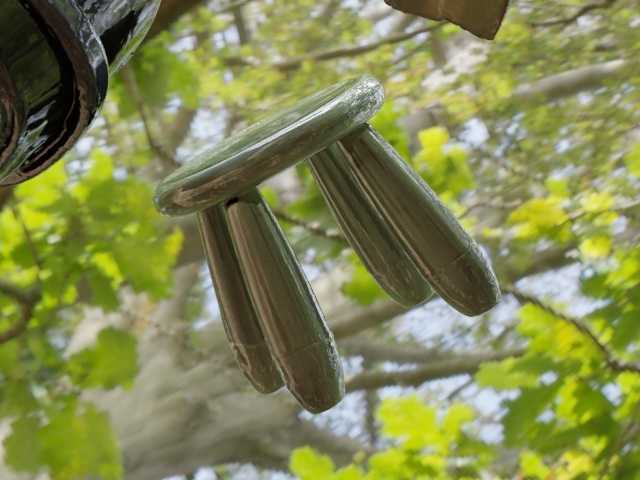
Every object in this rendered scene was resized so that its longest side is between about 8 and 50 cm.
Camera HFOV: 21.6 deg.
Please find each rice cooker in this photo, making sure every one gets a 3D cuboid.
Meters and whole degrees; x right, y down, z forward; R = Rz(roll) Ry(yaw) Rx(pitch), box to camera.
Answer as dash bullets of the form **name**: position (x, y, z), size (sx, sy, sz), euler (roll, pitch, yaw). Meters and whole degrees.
- **rice cooker**: position (-0.246, -0.173, 1.169), size (0.267, 0.224, 0.267), euler (17, -43, 17)

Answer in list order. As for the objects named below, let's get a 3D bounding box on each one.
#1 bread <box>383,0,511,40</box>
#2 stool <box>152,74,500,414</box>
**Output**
- **bread**: position (0.074, -0.174, 0.856), size (0.074, 0.084, 0.139), euler (23, -75, 12)
- **stool**: position (0.000, 0.000, 1.281), size (0.199, 0.195, 0.195), euler (61, -14, -11)
